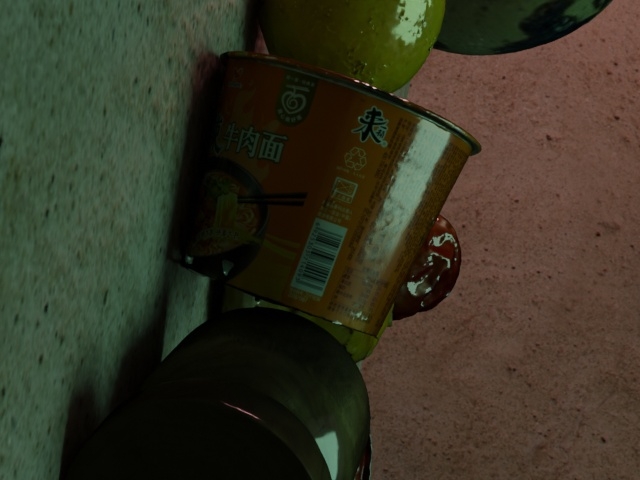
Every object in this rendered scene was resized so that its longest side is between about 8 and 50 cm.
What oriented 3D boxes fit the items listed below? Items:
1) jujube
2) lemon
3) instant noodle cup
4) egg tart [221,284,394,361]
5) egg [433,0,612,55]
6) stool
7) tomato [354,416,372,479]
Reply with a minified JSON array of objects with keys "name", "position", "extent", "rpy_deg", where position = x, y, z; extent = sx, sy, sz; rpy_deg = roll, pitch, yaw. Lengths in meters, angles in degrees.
[{"name":"jujube","position":[0.077,0.011,1.872],"extent":[0.250,0.174,0.174],"rpy_deg":[42,-50,54]},{"name":"lemon","position":[0.028,-0.216,1.321],"extent":[0.206,0.173,0.173],"rpy_deg":[-59,171,-5]},{"name":"instant noodle cup","position":[-0.003,-0.032,1.179],"extent":[0.230,0.230,0.182],"rpy_deg":[38,70,-83]},{"name":"egg tart","position":[0.000,0.000,1.475],"extent":[0.388,0.169,0.388],"rpy_deg":[11,90,-79]},{"name":"egg","position":[0.264,-0.444,2.081],"extent":[0.345,0.428,0.345],"rpy_deg":[42,37,-42]},{"name":"stool","position":[-0.065,0.162,1.036],"extent":[0.264,0.179,0.179],"rpy_deg":[-54,153,-77]},{"name":"tomato","position":[-0.049,0.217,1.369],"extent":[0.228,0.101,0.228],"rpy_deg":[-13,109,-41]}]
